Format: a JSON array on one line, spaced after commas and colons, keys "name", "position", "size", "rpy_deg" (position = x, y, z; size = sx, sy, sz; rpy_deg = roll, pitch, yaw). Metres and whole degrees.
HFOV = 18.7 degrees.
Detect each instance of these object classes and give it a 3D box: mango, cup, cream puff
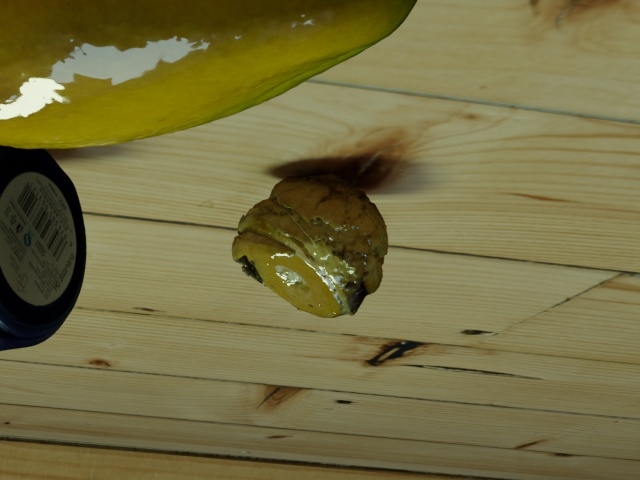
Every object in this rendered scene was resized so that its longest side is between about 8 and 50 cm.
[{"name": "mango", "position": [-0.093, -0.117, 1.020], "size": [0.316, 0.119, 0.176], "rpy_deg": [-9, 162, 13]}, {"name": "cup", "position": [-0.311, -0.017, 1.535], "size": [0.256, 0.255, 0.178], "rpy_deg": [-6, 128, 28]}, {"name": "cream puff", "position": [0.000, 0.000, 1.532], "size": [0.119, 0.104, 0.133], "rpy_deg": [38, 153, -7]}]
